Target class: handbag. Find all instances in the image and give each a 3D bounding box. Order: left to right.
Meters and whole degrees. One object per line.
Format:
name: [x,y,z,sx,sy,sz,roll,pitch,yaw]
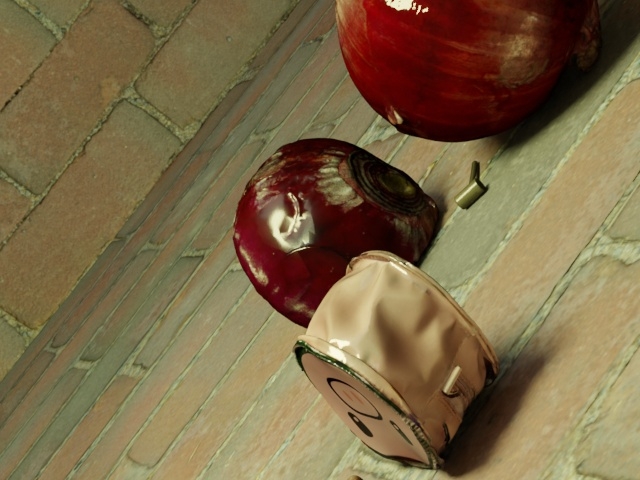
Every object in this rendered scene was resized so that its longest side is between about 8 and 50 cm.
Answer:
handbag: [0.066,0.112,1.551,0.116,0.179,0.205,-46,13,-17]

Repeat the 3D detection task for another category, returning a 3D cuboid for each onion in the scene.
onion: [-0.005,-0.003,2.023,0.216,0.207,0.206,-48,9,32]
onion: [0.160,-0.267,1.976,0.341,0.341,0.341,-46,14,15]

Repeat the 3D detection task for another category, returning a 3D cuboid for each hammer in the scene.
hammer: [0.178,-0.073,2.009,0.035,0.019,0.110,-44,13,22]

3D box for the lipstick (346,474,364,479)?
lipstick: [0.026,0.272,1.516,0.045,0.045,0.145,-41,15,23]
